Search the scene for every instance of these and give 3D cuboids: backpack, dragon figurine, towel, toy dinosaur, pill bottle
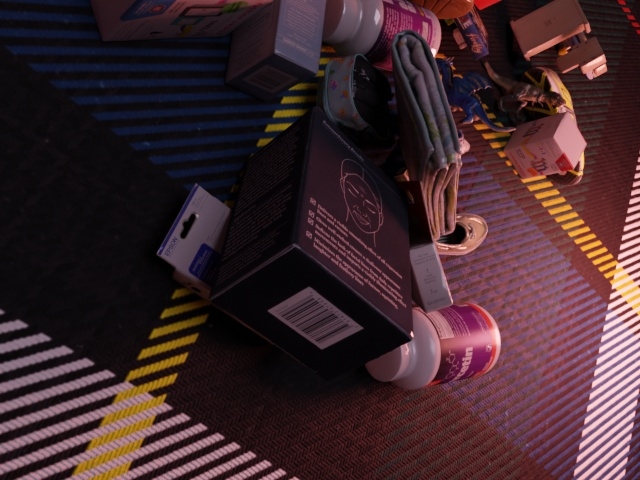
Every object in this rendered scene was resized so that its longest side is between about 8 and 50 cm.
[{"bbox_3d":[0.070,-0.318,1.432,0.188,0.144,0.166,30,64,-63],"label":"backpack"},{"bbox_3d":[0.385,-0.386,1.679,0.085,0.289,0.144,-19,133,-38],"label":"dragon figurine"},{"bbox_3d":[0.227,-0.226,1.428,0.321,0.090,0.375,77,4,-59],"label":"towel"},{"bbox_3d":[0.590,-0.429,1.922,0.268,0.064,0.118,23,97,-2],"label":"toy dinosaur"},{"bbox_3d":[0.253,0.241,1.477,0.322,0.181,0.182,0,83,-39],"label":"pill bottle"},{"bbox_3d":[0.126,-0.497,1.503,0.301,0.169,0.169,2,82,-40],"label":"pill bottle"}]

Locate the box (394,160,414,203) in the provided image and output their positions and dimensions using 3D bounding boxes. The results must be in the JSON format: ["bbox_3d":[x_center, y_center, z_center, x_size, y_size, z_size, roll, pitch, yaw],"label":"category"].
[{"bbox_3d":[0.276,-0.194,1.662,0.114,0.036,0.207,49,56,-23],"label":"box"}]

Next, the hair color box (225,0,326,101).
[{"bbox_3d":[-0.081,-0.499,1.320,0.113,0.185,0.375,16,73,-36],"label":"hair color box"}]

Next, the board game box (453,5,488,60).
[{"bbox_3d":[0.408,-0.605,1.768,0.165,0.042,0.243,56,27,-19],"label":"board game box"}]

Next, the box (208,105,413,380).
[{"bbox_3d":[0.000,0.000,1.200,0.293,0.212,0.396,40,35,-27],"label":"box"}]

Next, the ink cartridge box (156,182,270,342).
[{"bbox_3d":[-0.162,0.053,1.243,0.332,0.065,0.165,41,59,-29],"label":"ink cartridge box"}]

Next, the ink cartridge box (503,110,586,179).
[{"bbox_3d":[0.664,-0.278,1.906,0.128,0.176,0.127,49,59,-22],"label":"ink cartridge box"}]

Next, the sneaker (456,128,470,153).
[{"bbox_3d":[0.352,-0.261,1.673,0.135,0.058,0.052,15,73,-38],"label":"sneaker"}]

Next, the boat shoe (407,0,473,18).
[{"bbox_3d":[0.220,-0.648,1.579,0.341,0.123,0.123,11,76,-8],"label":"boat shoe"}]

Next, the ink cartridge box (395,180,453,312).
[{"bbox_3d":[0.197,0.002,1.415,0.066,0.296,0.261,-17,95,-1],"label":"ink cartridge box"}]

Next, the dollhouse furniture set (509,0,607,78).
[{"bbox_3d":[0.771,-0.579,2.047,0.303,0.198,0.287,27,44,-56],"label":"dollhouse furniture set"}]

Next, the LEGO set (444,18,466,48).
[{"bbox_3d":[0.305,-0.590,1.708,0.227,0.087,0.093,56,26,-18],"label":"LEGO set"}]

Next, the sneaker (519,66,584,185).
[{"bbox_3d":[0.755,-0.364,2.018,0.147,0.145,0.385,-24,100,-39],"label":"sneaker"}]

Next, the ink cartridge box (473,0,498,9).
[{"bbox_3d":[0.518,-0.777,1.895,0.078,0.134,0.231,36,62,-30],"label":"ink cartridge box"}]

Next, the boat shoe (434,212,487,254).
[{"bbox_3d":[0.347,-0.010,1.652,0.302,0.094,0.109,-13,91,-40],"label":"boat shoe"}]

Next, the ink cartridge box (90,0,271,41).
[{"bbox_3d":[-0.261,-0.494,1.164,0.270,0.198,0.197,-18,94,-39],"label":"ink cartridge box"}]
